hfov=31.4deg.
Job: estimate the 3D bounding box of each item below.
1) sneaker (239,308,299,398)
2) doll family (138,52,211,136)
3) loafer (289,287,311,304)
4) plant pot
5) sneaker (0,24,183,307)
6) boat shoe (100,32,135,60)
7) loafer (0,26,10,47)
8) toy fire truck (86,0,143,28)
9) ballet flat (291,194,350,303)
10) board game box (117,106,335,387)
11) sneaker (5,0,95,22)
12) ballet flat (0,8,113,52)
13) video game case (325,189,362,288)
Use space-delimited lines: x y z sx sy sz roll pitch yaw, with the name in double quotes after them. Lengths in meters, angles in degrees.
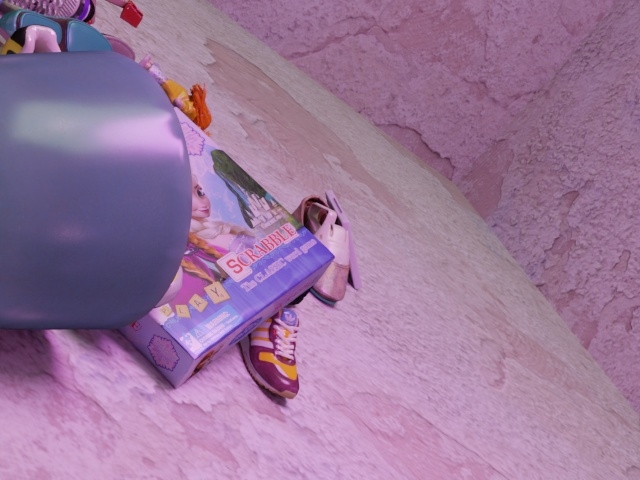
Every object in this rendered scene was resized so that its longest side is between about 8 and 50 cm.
-0.062 0.139 1.575 0.070 0.084 0.185 30 17 -38 "sneaker"
-0.250 -0.214 1.846 0.163 0.118 0.263 46 18 -13 "doll family"
-0.081 0.059 1.810 0.078 0.076 0.223 40 8 18 "loafer"
-0.308 -0.045 1.107 0.235 0.293 0.293 -5 45 -50 "plant pot"
-0.285 -0.084 1.311 0.145 0.147 0.384 -23 68 -44 "sneaker"
-0.447 -0.386 2.214 0.206 0.075 0.065 12 31 -52 "boat shoe"
-0.418 -0.179 1.575 0.366 0.134 0.130 36 27 -9 "loafer"
-0.464 -0.456 2.253 0.192 0.135 0.047 36 14 -18 "toy fire truck"
0.000 0.000 2.132 0.108 0.106 0.316 25 19 -25 "ballet flat"
-0.187 -0.007 1.472 0.318 0.066 0.319 43 39 9 "board game box"
-0.545 -0.476 2.122 0.293 0.102 0.146 31 8 14 "sneaker"
-0.477 -0.359 2.019 0.087 0.083 0.247 3 -3 31 "ballet flat"
0.046 -0.003 2.264 0.143 0.019 0.157 -116 -168 -59 "video game case"
